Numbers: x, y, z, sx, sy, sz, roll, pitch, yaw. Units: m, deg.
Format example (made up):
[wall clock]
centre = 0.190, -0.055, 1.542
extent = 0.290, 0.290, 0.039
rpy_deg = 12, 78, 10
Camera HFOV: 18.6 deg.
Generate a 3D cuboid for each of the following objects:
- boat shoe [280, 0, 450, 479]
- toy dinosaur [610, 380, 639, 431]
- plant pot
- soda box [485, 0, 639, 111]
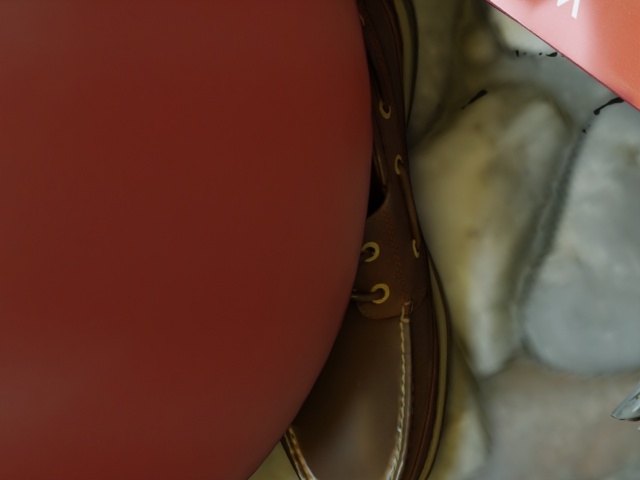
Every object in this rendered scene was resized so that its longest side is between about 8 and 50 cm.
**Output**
[boat shoe]
centre = 0.000, 0.000, 0.596
extent = 0.064, 0.060, 0.178
rpy_deg = -3, 95, 17
[toy dinosaur]
centre = 0.133, 0.178, 0.536
extent = 0.218, 0.164, 0.322
rpy_deg = 10, 103, 22
[plant pot]
centre = -0.158, -0.022, 0.514
extent = 0.275, 0.243, 0.275
rpy_deg = 3, 96, 31
[soda box]
centre = 0.130, -0.064, 0.539
extent = 0.263, 0.083, 0.092
rpy_deg = 37, 105, 9
